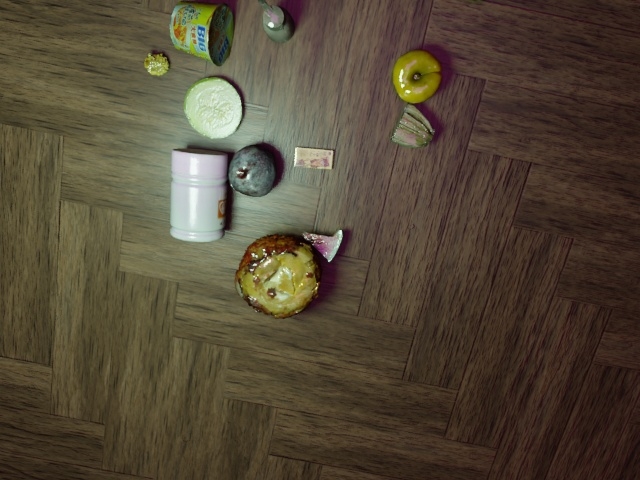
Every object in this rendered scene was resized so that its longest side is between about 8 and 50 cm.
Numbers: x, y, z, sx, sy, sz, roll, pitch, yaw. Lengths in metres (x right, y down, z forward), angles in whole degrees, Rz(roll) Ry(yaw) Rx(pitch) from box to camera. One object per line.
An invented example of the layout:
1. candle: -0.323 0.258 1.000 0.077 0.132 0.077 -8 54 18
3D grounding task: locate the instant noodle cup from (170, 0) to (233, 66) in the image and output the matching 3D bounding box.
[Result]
1. instant noodle cup: -0.399 -0.710 1.560 0.153 0.205 0.204 19 105 7

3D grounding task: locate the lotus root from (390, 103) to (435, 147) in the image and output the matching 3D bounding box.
1. lotus root: 0.337 -0.396 1.681 0.144 0.070 0.143 31 98 -3

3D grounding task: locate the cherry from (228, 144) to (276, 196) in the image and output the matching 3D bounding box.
1. cherry: -0.246 -0.251 1.677 0.195 0.195 0.195 0 105 1

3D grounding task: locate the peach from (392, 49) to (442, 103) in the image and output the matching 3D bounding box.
1. peach: 0.340 -0.571 1.615 0.179 0.103 0.179 0 105 -1

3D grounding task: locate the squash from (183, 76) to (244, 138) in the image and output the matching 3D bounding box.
1. squash: -0.389 -0.481 1.692 0.219 0.041 0.219 1 105 2

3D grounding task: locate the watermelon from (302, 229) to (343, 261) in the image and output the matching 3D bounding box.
1. watermelon: 0.009 0.023 1.794 0.158 0.098 0.121 -3 91 -2

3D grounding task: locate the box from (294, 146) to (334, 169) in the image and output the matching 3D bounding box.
1. box: -0.024 -0.308 1.739 0.149 0.020 0.073 4 105 0

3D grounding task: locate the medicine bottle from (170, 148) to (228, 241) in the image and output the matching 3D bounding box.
1. medicine bottle: -0.444 -0.169 1.696 0.202 0.202 0.315 7 106 0

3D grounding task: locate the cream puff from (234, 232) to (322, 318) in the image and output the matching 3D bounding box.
1. cream puff: -0.162 0.126 1.755 0.351 0.228 0.350 -4 114 -10

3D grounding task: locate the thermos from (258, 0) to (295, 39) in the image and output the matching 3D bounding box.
1. thermos: -0.156 -0.739 1.537 0.105 0.193 0.137 -34 101 11

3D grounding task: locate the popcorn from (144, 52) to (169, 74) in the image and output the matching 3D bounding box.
1. popcorn: -0.582 -0.629 1.649 0.082 0.057 0.083 26 102 -7
